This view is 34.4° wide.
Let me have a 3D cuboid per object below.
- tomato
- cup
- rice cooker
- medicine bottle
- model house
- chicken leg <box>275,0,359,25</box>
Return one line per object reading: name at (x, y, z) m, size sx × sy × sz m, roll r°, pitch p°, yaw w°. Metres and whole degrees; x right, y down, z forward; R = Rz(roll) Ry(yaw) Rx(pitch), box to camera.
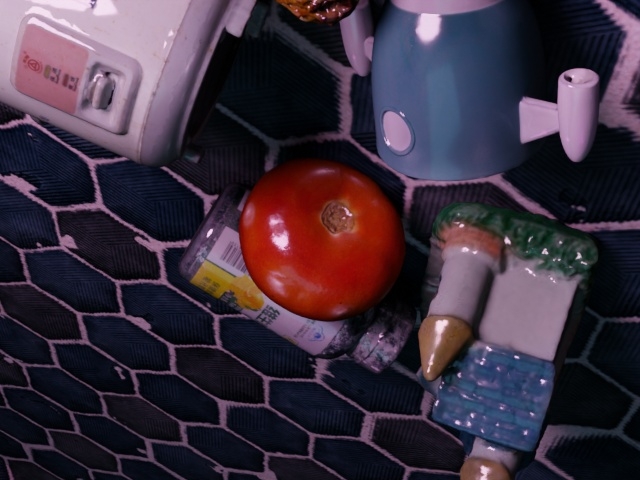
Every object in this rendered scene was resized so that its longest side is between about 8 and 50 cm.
tomato at (0.000, 0.000, 1.181) m, size 0.195 × 0.195 × 0.136 m, roll 31°, pitch 151°, yaw -8°
cup at (0.119, -0.166, 0.911) m, size 0.300 × 0.167 × 0.173 m, roll 30°, pitch 142°, yaw 41°
rice cooker at (-0.210, -0.220, 0.961) m, size 0.317 × 0.264 × 0.316 m, roll 10°, pitch 133°, yaw 11°
medicine bottle at (-0.024, 0.056, 1.309) m, size 0.293 × 0.141 × 0.141 m, roll 31°, pitch 146°, yaw -8°
model house at (0.174, 0.161, 1.159) m, size 0.194 × 0.325 × 0.267 m, roll 16°, pitch 144°, yaw 12°
chicken leg at (0.054, -0.264, 0.826) m, size 0.252 × 0.107 × 0.087 m, roll -32°, pitch 126°, yaw 20°
